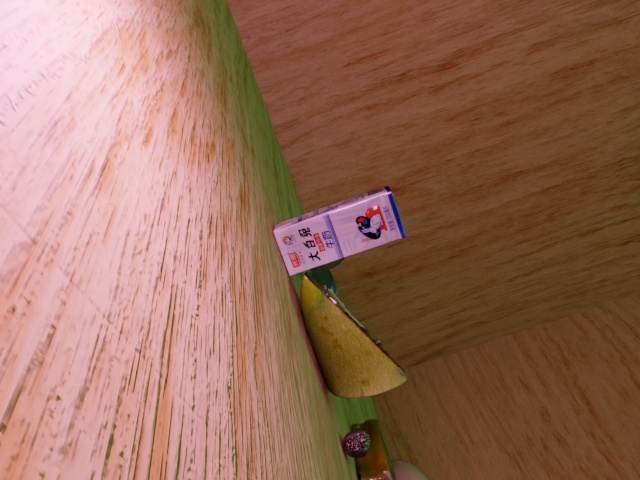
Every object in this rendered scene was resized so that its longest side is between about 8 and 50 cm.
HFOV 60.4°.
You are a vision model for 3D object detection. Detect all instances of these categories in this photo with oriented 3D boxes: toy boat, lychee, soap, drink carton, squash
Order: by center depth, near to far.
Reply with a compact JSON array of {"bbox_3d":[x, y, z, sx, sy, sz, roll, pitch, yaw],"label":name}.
[{"bbox_3d":[0.087,0.487,1.321,0.067,0.068,0.083,31,-18,-2],"label":"lychee"},{"bbox_3d":[0.068,0.210,1.386,0.233,0.210,0.309,-143,-142,-81],"label":"squash"},{"bbox_3d":[0.047,-0.026,1.392,0.106,0.315,0.131,-81,152,-78],"label":"drink carton"},{"bbox_3d":[0.163,0.660,1.557,0.315,0.091,0.199,-88,161,-83],"label":"soap"},{"bbox_3d":[0.016,0.176,1.971,0.215,0.088,0.102,-108,-178,-57],"label":"toy boat"}]

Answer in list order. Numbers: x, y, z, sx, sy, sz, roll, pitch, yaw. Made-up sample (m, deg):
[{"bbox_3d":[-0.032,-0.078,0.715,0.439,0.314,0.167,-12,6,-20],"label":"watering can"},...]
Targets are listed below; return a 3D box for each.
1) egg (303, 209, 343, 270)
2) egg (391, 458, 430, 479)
[{"bbox_3d":[0.000,0.000,1.695,0.253,0.186,0.187,88,-16,-80],"label":"egg"},{"bbox_3d":[0.270,0.809,1.720,0.186,0.186,0.242,69,-6,-49],"label":"egg"}]
